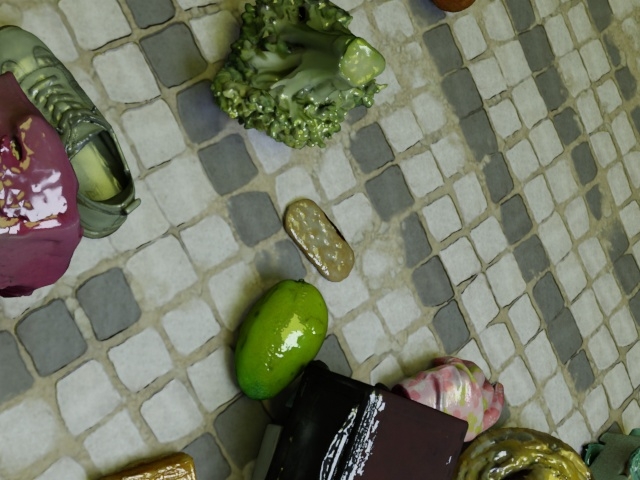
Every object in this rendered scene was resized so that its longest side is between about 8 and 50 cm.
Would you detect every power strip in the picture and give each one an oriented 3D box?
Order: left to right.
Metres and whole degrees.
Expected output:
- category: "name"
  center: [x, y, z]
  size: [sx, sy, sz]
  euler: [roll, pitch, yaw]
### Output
- category: "power strip"
  center: [-0.058, 0.336, 1.123]
  size: [0.075, 0.042, 0.175]
  euler: [28, 70, -30]

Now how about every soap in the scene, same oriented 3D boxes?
- category: "soap"
  center: [-0.344, -0.037, 0.794]
  size: [0.127, 0.325, 0.220]
  euler: [-21, 98, -40]

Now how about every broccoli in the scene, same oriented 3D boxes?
- category: "broccoli"
  center: [-0.016, -0.245, 1.107]
  size: [0.263, 0.243, 0.247]
  euler: [-3, 99, -31]

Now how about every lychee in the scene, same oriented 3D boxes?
- category: "lychee"
  center: [0.238, -0.454, 1.407]
  size: [0.140, 0.101, 0.114]
  euler: [-12, 81, -30]

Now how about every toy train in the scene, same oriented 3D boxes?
- category: "toy train"
  center: [0.518, 0.478, 1.470]
  size: [0.326, 0.129, 0.159]
  euler: [-38, 108, -32]

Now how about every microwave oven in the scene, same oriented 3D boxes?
- category: "microwave oven"
  center: [0.038, 0.298, 1.043]
  size: [0.188, 0.178, 0.247]
  euler: [23, 81, -27]

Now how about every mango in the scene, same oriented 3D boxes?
- category: "mango"
  center: [-0.052, 0.137, 1.121]
  size: [0.119, 0.100, 0.178]
  euler: [38, 71, -29]

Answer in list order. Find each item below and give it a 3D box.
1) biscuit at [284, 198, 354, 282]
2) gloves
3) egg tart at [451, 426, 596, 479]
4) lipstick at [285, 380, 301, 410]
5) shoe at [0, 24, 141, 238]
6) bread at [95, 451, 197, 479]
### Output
- category: "biscuit"
  center: [0.000, 0.000, 1.226]
  size: [0.147, 0.018, 0.071]
  euler: [51, 61, -20]
- category: "gloves"
  center: [0.215, 0.256, 1.288]
  size: [0.241, 0.126, 0.145]
  euler: [-6, 85, -30]
- category: "egg tart"
  center: [0.327, 0.447, 1.290]
  size: [0.297, 0.132, 0.297]
  euler: [1, 83, -8]
- category: "lipstick"
  center: [0.081, 0.318, 1.211]
  size: [0.317, 0.066, 0.068]
  euler: [48, 60, -21]
- category: "shoe"
  center: [-0.305, -0.133, 0.976]
  size: [0.103, 0.098, 0.275]
  euler: [-42, 107, -36]
- category: "bread"
  center: [-0.213, 0.309, 1.008]
  size: [0.132, 0.053, 0.074]
  euler: [-12, 87, -36]
